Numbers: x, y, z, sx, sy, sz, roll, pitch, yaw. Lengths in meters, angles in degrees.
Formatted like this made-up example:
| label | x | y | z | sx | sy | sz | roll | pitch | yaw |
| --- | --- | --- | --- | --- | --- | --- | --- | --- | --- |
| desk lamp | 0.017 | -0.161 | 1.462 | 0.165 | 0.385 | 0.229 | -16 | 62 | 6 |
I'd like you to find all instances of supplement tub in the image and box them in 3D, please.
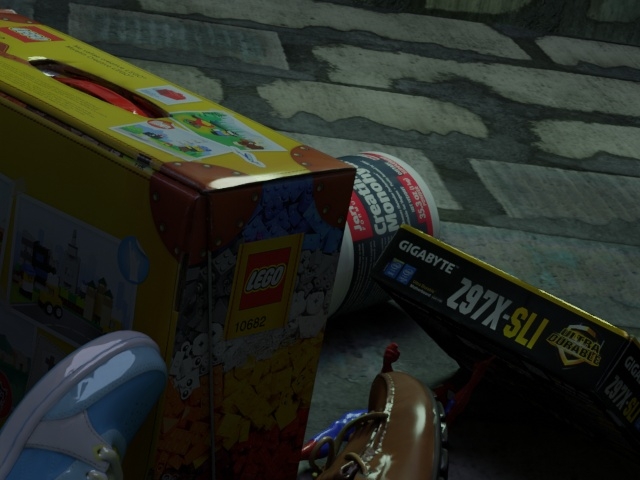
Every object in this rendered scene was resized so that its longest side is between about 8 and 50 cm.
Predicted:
| label | x | y | z | sx | sy | sz | roll | pitch | yaw |
| --- | --- | --- | --- | --- | --- | --- | --- | --- | --- |
| supplement tub | 0.000 | 0.000 | 2.174 | 0.191 | 0.191 | 0.272 | 24 | 24 | 33 |

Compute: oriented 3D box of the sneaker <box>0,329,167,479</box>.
| label | x | y | z | sx | sy | sz | roll | pitch | yaw |
| --- | --- | --- | --- | --- | --- | --- | --- | --- | --- |
| sneaker | -0.179 | 0.234 | 1.407 | 0.208 | 0.127 | 0.319 | 29 | 71 | 27 |

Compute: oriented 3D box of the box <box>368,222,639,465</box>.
| label | x | y | z | sx | sy | sz | roll | pitch | yaw |
| --- | --- | --- | --- | --- | --- | --- | --- | --- | --- |
| box | 0.234 | 0.121 | 1.940 | 0.322 | 0.079 | 0.257 | 27 | -10 | 40 |

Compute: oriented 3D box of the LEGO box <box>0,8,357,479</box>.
| label | x | y | z | sx | sy | sz | roll | pitch | yaw |
| --- | --- | --- | --- | --- | --- | --- | --- | --- | --- |
| LEGO box | -0.238 | 0.027 | 1.717 | 0.500 | 0.373 | 0.193 | 27 | 25 | 37 |

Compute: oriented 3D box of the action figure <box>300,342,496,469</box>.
| label | x | y | z | sx | sy | sz | roll | pitch | yaw |
| --- | --- | --- | --- | --- | --- | --- | --- | --- | --- |
| action figure | 0.075 | 0.166 | 1.845 | 0.091 | 0.139 | 0.280 | 36 | 27 | 24 |

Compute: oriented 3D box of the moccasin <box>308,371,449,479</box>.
| label | x | y | z | sx | sy | sz | roll | pitch | yaw |
| --- | --- | --- | --- | --- | --- | --- | --- | --- | --- |
| moccasin | 0.036 | 0.246 | 1.602 | 0.147 | 0.139 | 0.380 | 7 | 37 | 5 |
